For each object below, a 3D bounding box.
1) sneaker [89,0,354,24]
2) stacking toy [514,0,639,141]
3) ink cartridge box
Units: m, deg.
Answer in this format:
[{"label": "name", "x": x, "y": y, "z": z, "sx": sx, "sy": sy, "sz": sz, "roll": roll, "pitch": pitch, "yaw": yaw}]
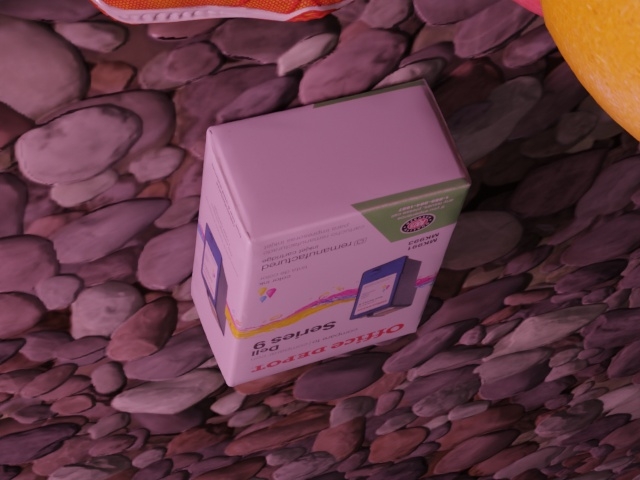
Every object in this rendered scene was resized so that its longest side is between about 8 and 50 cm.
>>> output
[{"label": "sneaker", "x": -0.034, "y": -0.150, "z": 0.769, "sx": 0.175, "sy": 0.064, "sz": 0.067, "roll": -12, "pitch": 142, "yaw": -25}, {"label": "stacking toy", "x": 0.167, "y": -0.134, "z": 0.479, "sx": 0.351, "sy": 0.480, "sz": 0.350, "roll": -18, "pitch": 153, "yaw": -9}, {"label": "ink cartridge box", "x": 0.000, "y": 0.000, "z": 1.036, "sx": 0.154, "sy": 0.093, "sz": 0.212, "roll": -14, "pitch": 154, "yaw": -16}]
